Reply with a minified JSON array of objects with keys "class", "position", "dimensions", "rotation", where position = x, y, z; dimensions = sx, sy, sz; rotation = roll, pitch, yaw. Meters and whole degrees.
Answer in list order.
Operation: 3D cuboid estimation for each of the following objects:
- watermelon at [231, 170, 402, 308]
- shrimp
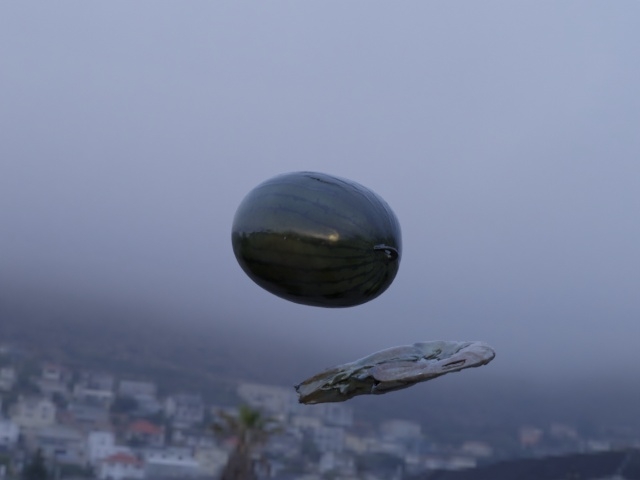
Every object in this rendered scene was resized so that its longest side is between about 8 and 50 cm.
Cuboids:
[{"class":"watermelon","position":[0.000,0.000,0.752],"dimensions":[0.111,0.078,0.078],"rotation":[14,-8,30]},{"class":"shrimp","position":[0.083,0.143,1.408],"dimensions":[0.224,0.047,0.126],"rotation":[-13,2,-11]}]
